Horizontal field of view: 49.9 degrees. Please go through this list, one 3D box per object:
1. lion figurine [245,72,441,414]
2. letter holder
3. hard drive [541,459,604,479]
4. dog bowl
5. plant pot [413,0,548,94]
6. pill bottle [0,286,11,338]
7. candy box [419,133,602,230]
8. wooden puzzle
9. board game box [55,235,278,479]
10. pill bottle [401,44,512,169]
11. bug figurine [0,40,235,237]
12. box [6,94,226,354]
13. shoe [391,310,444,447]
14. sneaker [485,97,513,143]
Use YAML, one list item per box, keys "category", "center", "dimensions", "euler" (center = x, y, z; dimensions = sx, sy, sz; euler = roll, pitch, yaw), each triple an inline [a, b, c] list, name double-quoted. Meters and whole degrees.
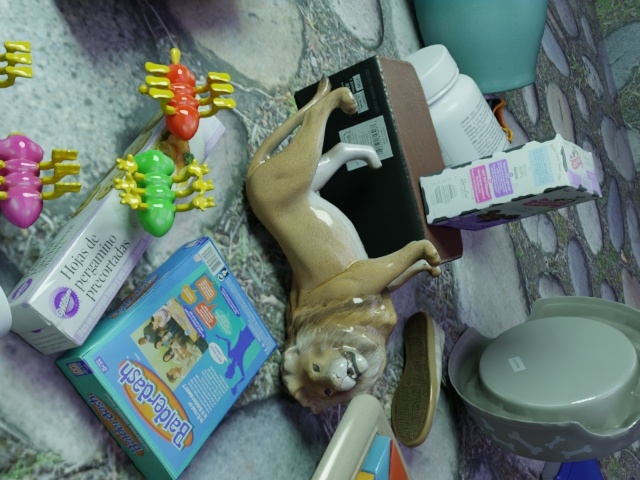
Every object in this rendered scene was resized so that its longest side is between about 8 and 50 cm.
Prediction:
- category: "lion figurine"
  center: [0.000, 0.000, 0.876]
  dimensions: [0.392, 0.240, 0.142]
  euler: [63, 2, 11]
- category: "letter holder"
  center: [0.116, -0.104, 1.055]
  dimensions: [0.214, 0.152, 0.302]
  euler: [-11, 86, -54]
- category: "hard drive"
  center: [0.567, 0.571, 1.463]
  dimensions: [0.210, 0.040, 0.319]
  euler: [-37, 107, -51]
- category: "dog bowl"
  center: [0.395, 0.225, 1.146]
  dimensions: [0.349, 0.348, 0.102]
  euler: [-44, 124, -49]
- category: "plant pot"
  center: [0.319, -0.423, 1.357]
  dimensions: [0.271, 0.271, 0.255]
  euler: [-33, 119, -51]
- category: "pill bottle"
  center: [-0.317, 0.081, 0.479]
  dimensions: [0.184, 0.103, 0.103]
  euler: [-39, 108, -50]
- category: "candy box"
  center: [0.263, -0.072, 0.945]
  dimensions: [0.164, 0.196, 0.070]
  euler: [5, 73, -54]
- category: "wooden puzzle"
  center: [0.061, 0.336, 0.794]
  dimensions: [0.221, 0.044, 0.239]
  euler: [-56, 130, -42]
- category: "board game box"
  center: [-0.148, 0.118, 0.724]
  dimensions: [0.160, 0.047, 0.210]
  euler: [61, 39, -18]
- category: "pill bottle"
  center: [0.230, -0.190, 1.220]
  dimensions: [0.283, 0.160, 0.160]
  euler: [52, 42, -26]
- category: "bug figurine"
  center: [-0.218, -0.106, 0.643]
  dimensions: [0.278, 0.072, 0.216]
  euler: [4, 62, -29]
- category: "box"
  center: [-0.198, -0.033, 0.702]
  dimensions: [0.063, 0.067, 0.324]
  euler: [49, 45, -27]
- category: "shoe"
  center: [0.160, 0.214, 1.052]
  dimensions: [0.058, 0.076, 0.219]
  euler: [37, 48, -32]
- category: "sneaker"
  center: [0.372, -0.202, 1.467]
  dimensions: [0.084, 0.083, 0.215]
  euler: [-18, 93, -54]
